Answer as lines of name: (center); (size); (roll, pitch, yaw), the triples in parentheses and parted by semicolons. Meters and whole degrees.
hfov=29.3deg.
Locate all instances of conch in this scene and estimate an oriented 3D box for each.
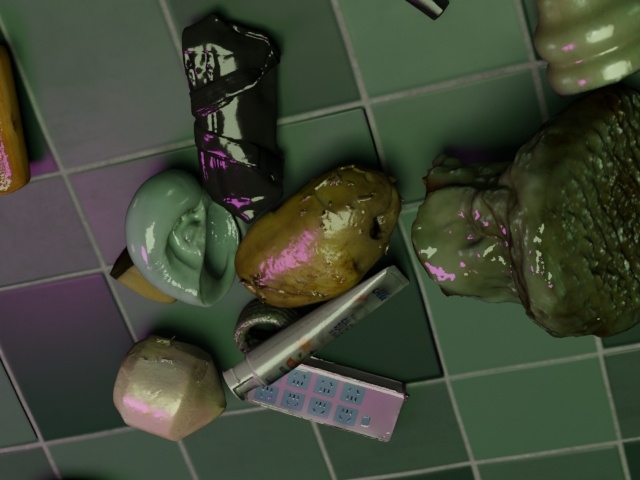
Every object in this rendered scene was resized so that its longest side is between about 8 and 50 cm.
conch: (-0.211, -0.004, 1.895); (0.185, 0.121, 0.221); (-25, 108, -24)

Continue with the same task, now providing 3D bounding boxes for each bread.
bread: (-0.505, -0.188, 1.877); (0.093, 0.074, 0.239); (-8, 120, -8)

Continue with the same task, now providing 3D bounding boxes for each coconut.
coconut: (-0.242, 0.242, 2.021); (0.183, 0.171, 0.171); (13, 119, 5)

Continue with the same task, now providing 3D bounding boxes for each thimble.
thimble: (-0.086, 0.141, 1.995); (0.110, 0.062, 0.084); (-11, 118, 15)

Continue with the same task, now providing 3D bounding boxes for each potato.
potato: (-0.270, 0.051, 1.976); (0.103, 0.066, 0.096); (39, 147, -23)
potato: (0.000, 0.000, 1.860); (0.300, 0.140, 0.173); (-38, 102, 29)

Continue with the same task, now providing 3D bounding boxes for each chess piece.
chess piece: (0.320, -0.373, 1.599); (0.182, 0.182, 0.330); (-23, 107, 20)

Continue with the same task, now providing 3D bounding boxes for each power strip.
power strip: (0.007, 0.254, 2.055); (0.279, 0.037, 0.109); (16, 119, 0)

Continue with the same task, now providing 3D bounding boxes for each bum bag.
bum bag: (-0.120, -0.176, 1.814); (0.142, 0.079, 0.326); (-4, 114, 5)

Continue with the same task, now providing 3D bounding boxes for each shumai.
shumai: (0.302, -0.036, 1.717); (0.323, 0.397, 0.324); (-2, 117, 42)

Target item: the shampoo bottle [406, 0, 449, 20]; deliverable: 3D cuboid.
shampoo bottle: (0.116, -0.360, 1.710); (0.137, 0.027, 0.048); (36, 116, -10)

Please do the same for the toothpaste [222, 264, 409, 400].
toothpaste: (-0.006, 0.140, 1.927); (0.323, 0.066, 0.100); (-34, 153, 6)
